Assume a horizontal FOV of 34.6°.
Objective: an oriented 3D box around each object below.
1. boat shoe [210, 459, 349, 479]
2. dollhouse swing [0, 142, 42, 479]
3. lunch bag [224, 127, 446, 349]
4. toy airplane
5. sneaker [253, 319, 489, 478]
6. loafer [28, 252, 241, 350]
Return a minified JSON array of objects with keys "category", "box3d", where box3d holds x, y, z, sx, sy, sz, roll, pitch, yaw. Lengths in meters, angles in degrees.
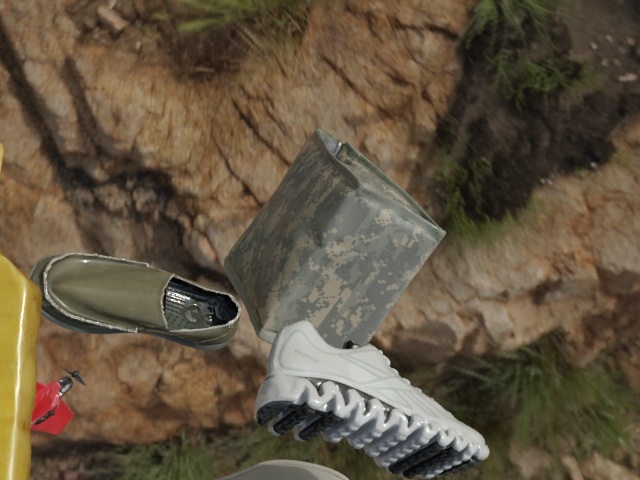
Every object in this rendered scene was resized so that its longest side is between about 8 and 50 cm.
[{"category":"boat shoe","box3d":[-0.101,0.380,1.420,0.335,0.112,0.095,-10,138,15]},{"category":"dollhouse swing","box3d":[-0.290,0.150,0.606,0.315,0.305,0.347,0,77,2]},{"category":"lunch bag","box3d":[0.000,0.000,1.352,0.169,0.287,0.235,28,103,-28]},{"category":"toy airplane","box3d":[-0.281,0.172,0.946,0.151,0.028,0.151,-33,150,-22]},{"category":"sneaker","box3d":[0.066,0.174,1.107,0.292,0.118,0.110,26,138,-27]},{"category":"loafer","box3d":[-0.199,0.060,1.153,0.251,0.087,0.094,12,66,-25]}]
